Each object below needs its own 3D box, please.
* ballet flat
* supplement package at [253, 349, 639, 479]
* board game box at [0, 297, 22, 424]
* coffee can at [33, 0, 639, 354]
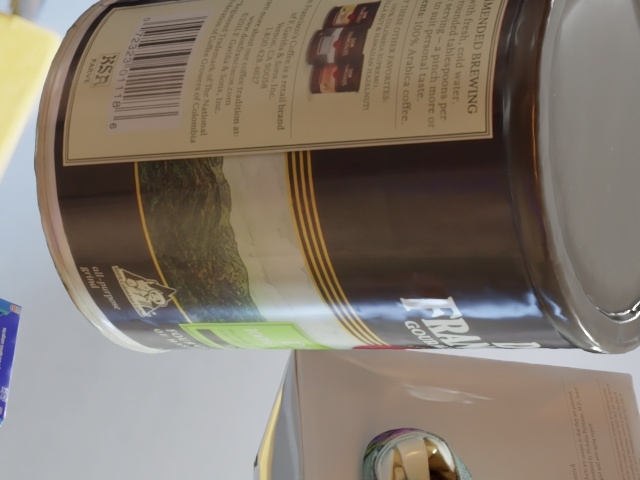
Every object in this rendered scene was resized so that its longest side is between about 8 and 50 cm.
[{"bbox_3d":[0.075,0.190,1.236,0.221,0.077,0.079,-108,179,-52],"label":"ballet flat"},{"bbox_3d":[0.105,0.211,1.437,0.177,0.293,0.175,109,-17,-44],"label":"supplement package"},{"bbox_3d":[-0.400,0.093,1.701,0.047,0.210,0.160,-52,-154,34],"label":"board game box"},{"bbox_3d":[0.024,-0.043,0.900,0.201,0.275,0.201,6,83,-60],"label":"coffee can"}]
